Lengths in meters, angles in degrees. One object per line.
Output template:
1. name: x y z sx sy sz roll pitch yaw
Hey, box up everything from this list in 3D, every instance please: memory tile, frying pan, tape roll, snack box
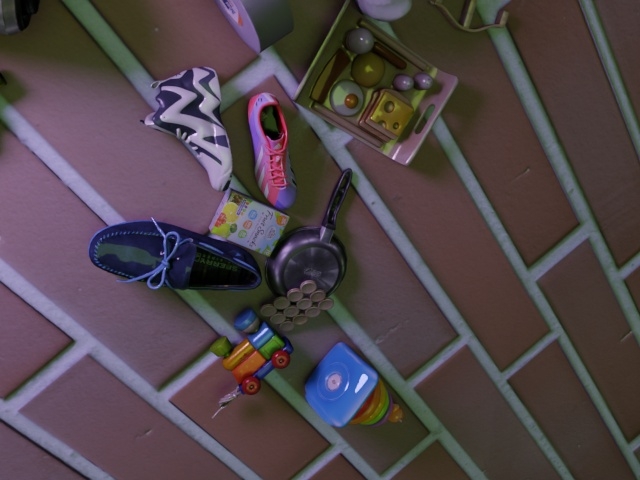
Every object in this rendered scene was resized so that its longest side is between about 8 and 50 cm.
1. memory tile: -0.052 0.150 1.275 0.148 0.012 0.113 -31 131 15
2. frying pan: 0.018 0.019 1.273 0.326 0.053 0.197 -45 118 4
3. tape roll: -0.136 -0.431 0.950 0.072 0.219 0.219 -35 117 -4
4. snack box: -0.150 -0.038 1.192 0.141 0.037 0.100 24 101 -26

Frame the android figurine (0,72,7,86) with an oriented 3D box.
1. android figurine: -0.673 -0.244 0.917 0.273 0.056 0.248 -33 117 -6

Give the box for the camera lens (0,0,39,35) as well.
1. camera lens: -0.553 -0.427 0.800 0.275 0.219 0.219 5 107 -22

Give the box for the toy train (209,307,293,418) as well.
1. toy train: -0.195 0.276 1.263 0.248 0.105 0.143 -41 107 -2

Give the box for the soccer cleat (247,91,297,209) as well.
1. soccer cleat: -0.093 -0.171 1.132 0.083 0.095 0.247 -15 113 -14

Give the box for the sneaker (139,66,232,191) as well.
1. sneaker: -0.256 -0.200 1.064 0.153 0.094 0.234 -11 112 -14

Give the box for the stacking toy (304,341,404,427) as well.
1. stacking toy: 0.118 0.399 1.407 0.165 0.175 0.302 -53 131 -2

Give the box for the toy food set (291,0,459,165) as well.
1. toy food set: 0.118 -0.313 1.157 0.306 0.092 0.219 26 99 -25

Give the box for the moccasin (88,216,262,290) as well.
1. moccasin: -0.269 0.032 1.111 0.342 0.117 0.137 5 104 -30

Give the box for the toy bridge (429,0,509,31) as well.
1. toy bridge: 0.312 -0.481 1.202 0.188 0.026 0.063 8 107 -22

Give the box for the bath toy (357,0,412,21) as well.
1. bath toy: 0.175 -0.571 1.037 0.152 0.129 0.348 31 82 15
